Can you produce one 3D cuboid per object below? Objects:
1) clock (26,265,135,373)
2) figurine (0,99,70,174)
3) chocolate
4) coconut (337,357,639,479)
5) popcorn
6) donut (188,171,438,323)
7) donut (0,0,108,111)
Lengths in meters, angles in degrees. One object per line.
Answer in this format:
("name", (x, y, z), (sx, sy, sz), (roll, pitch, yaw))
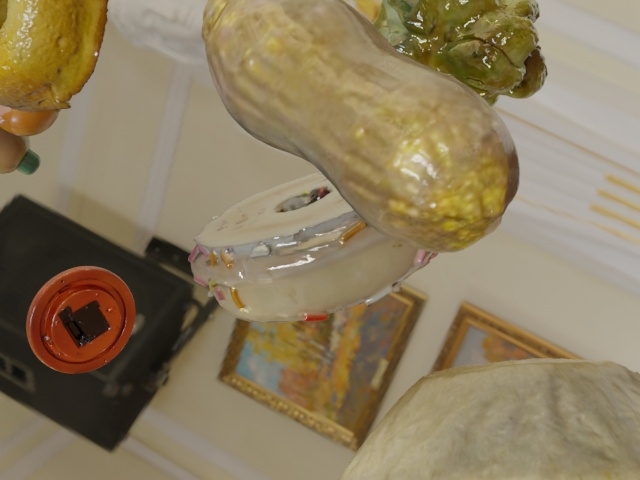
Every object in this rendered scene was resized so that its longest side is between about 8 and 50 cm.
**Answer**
("clock", (-0.435, 0.147, 1.800), (0.205, 0.051, 0.205), (-13, -66, -32))
("figurine", (-0.505, -0.224, 1.516), (0.325, 0.222, 0.124), (110, -179, -52))
("chocolate", (0.021, -0.099, 0.741), (0.134, 0.309, 0.134), (-33, -33, -25))
("coconut", (0.184, 0.306, 0.813), (0.415, 0.344, 0.416), (-8, -90, -70))
("popcorn", (0.201, -0.300, 1.476), (0.225, 0.276, 0.277), (-55, -14, -56))
("donut", (0.000, 0.000, 1.386), (0.382, 0.382, 0.143), (-41, -64, -55))
("donut", (-0.281, -0.205, 0.890), (0.074, 0.190, 0.174), (-2, -68, -53))
